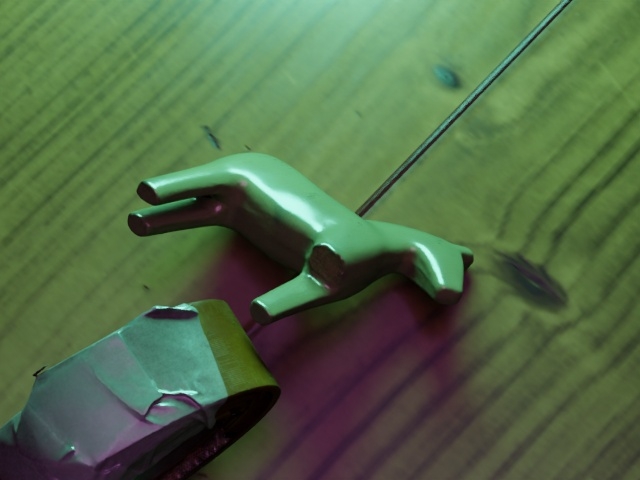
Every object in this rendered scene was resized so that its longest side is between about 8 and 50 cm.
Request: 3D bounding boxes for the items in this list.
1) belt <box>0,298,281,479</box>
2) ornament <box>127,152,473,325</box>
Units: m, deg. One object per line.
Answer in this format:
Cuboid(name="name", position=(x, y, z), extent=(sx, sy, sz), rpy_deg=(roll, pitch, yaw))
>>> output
Cuboid(name="belt", position=(-0.162, 0.154, 1.162), extent=(0.261, 0.184, 0.105), rpy_deg=(-35, 74, 2))
Cuboid(name="ornament", position=(0.000, 0.000, 1.252), extent=(0.230, 0.061, 0.245), rpy_deg=(35, 32, 26))
